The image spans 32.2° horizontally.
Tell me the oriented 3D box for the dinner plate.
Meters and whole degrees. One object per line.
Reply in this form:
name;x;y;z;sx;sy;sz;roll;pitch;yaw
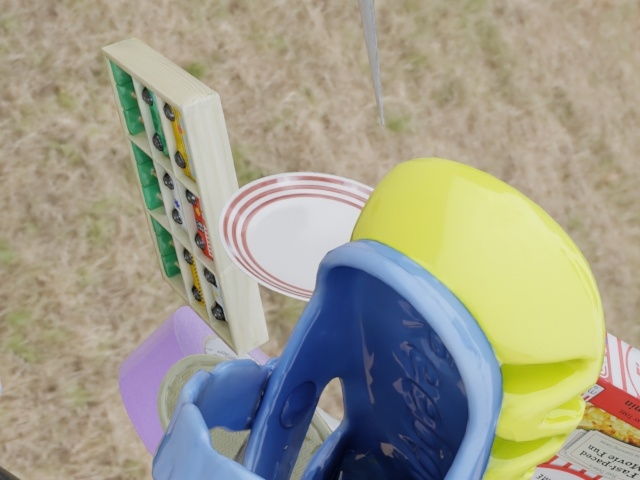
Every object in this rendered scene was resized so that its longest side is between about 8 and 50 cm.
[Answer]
dinner plate;0.000;0.000;0.759;0.141;0.141;0.017;-54;159;-48

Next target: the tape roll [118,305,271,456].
tape roll;-0.091;0.202;1.211;0.275;0.090;0.275;45;10;-10

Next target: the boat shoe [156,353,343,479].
boat shoe;0.003;0.196;0.894;0.302;0.113;0.103;33;-3;11

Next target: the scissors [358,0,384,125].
scissors;0.032;-0.224;0.846;0.021;0.109;0.297;-25;110;-27

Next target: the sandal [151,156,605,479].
sandal;0.015;0.122;0.422;0.138;0.126;0.317;-31;133;-27

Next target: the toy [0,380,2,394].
toy;-0.313;0.097;0.785;0.237;0.056;0.136;-61;148;-70

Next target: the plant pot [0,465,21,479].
plant pot;-0.276;0.280;0.862;0.187;0.167;0.188;-31;137;-22

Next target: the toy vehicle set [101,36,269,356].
toy vehicle set;-0.124;-0.040;1.030;0.035;0.166;0.266;-26;127;-23

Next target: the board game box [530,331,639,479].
board game box;0.154;0.142;0.709;0.147;0.193;0.045;28;41;-17
